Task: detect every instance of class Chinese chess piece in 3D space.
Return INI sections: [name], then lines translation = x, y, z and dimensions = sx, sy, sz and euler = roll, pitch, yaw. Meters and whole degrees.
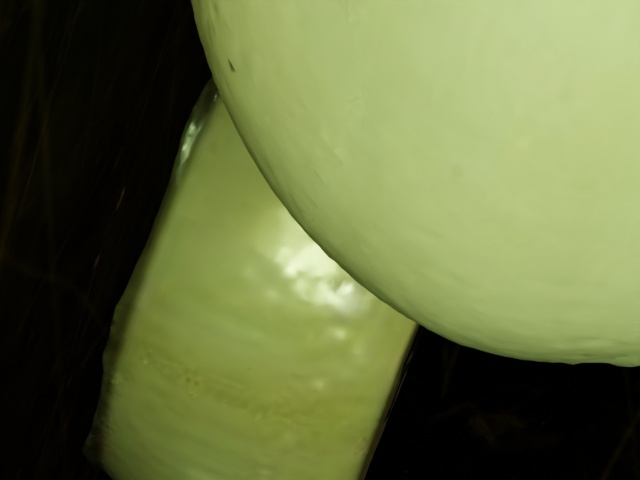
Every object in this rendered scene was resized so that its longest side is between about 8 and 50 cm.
[Chinese chess piece]
translation = 0.000, 0.000, 0.777
dimensions = 0.257, 0.104, 0.257
euler = 21, 90, -86

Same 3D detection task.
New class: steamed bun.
[steamed bun]
translation = 0.065, -0.118, 0.453
dimensions = 0.283, 0.177, 0.283
euler = -61, 175, -9
